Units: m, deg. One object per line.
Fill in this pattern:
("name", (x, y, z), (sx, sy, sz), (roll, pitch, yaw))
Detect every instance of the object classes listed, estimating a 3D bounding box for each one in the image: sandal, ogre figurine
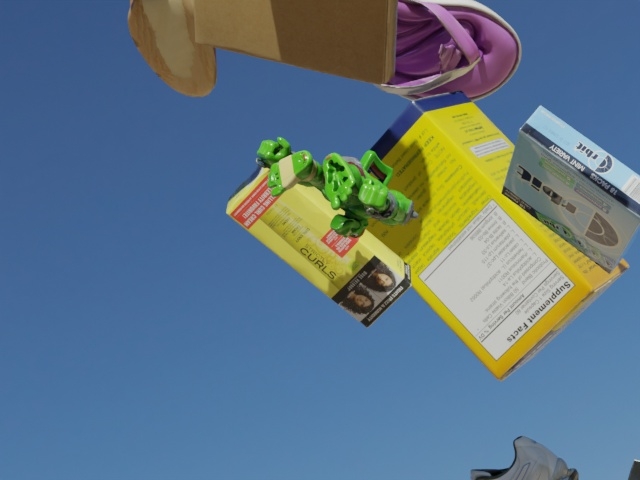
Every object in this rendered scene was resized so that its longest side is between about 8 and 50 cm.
("sandal", (0.130, -0.274, 2.015), (0.416, 0.102, 0.169), (12, -65, -34))
("ogre figurine", (0.028, -0.058, 1.557), (0.197, 0.096, 0.118), (-2, -18, 43))

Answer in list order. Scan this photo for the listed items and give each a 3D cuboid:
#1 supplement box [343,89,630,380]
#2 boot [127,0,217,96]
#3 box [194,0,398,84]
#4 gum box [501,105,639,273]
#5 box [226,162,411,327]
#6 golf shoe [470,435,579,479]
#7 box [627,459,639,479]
("supplement box", (0.223, -0.014, 1.983), (0.194, 0.356, 0.195), (-47, -13, 26))
("boot", (-0.151, -0.336, 1.622), (0.104, 0.211, 0.295), (-1, -51, 27))
("box", (-0.020, -0.222, 1.031), (0.021, 0.164, 0.201), (-49, -32, -49))
("gum box", (0.278, -0.052, 1.536), (0.041, 0.157, 0.184), (-49, -14, -15))
("box", (0.000, 0.000, 1.730), (0.232, 0.058, 0.087), (41, -72, -15))
("golf shoe", (0.169, 0.264, 1.388), (0.176, 0.086, 0.069), (-47, -8, 14))
("box", (0.391, 0.329, 1.500), (0.147, 0.077, 0.180), (12, -41, 19))
